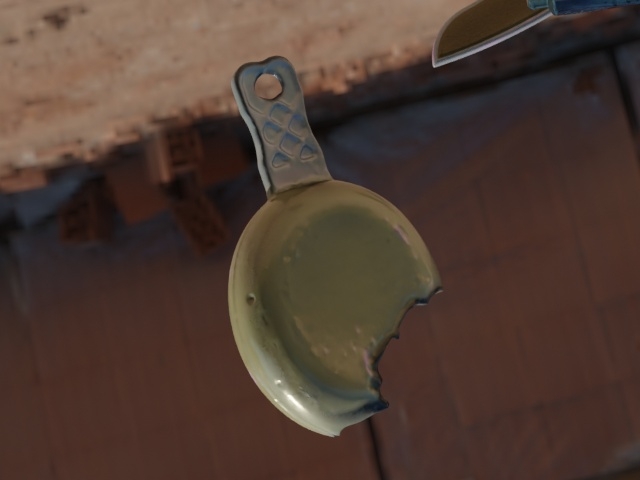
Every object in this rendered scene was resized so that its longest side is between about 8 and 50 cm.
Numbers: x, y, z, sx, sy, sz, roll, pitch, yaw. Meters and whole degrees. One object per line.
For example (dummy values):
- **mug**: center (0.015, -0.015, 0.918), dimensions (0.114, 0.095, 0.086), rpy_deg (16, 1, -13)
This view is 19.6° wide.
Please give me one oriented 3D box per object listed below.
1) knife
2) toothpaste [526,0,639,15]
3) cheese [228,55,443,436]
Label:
- **knife**: center (0.197, -0.219, 1.578), dimensions (0.256, 0.046, 0.022), rpy_deg (-31, 163, -12)
- **toothpaste**: center (0.144, -0.125, 0.920), dimensions (0.083, 0.019, 0.027), rpy_deg (-8, -151, 3)
- **cheese**: center (-0.018, 0.004, 1.304), dimensions (0.163, 0.249, 0.071), rpy_deg (-40, -172, -25)
